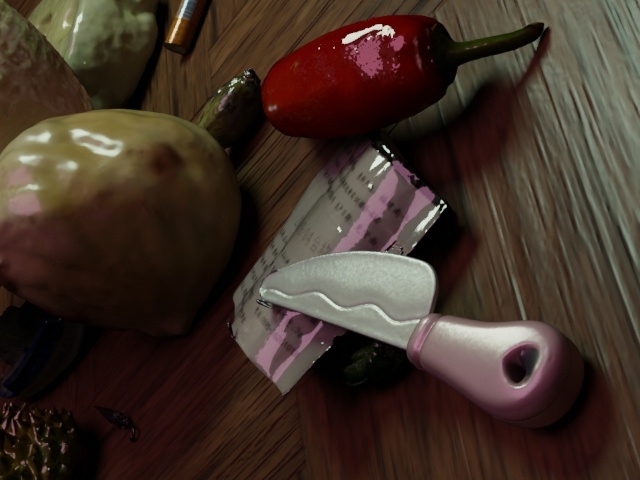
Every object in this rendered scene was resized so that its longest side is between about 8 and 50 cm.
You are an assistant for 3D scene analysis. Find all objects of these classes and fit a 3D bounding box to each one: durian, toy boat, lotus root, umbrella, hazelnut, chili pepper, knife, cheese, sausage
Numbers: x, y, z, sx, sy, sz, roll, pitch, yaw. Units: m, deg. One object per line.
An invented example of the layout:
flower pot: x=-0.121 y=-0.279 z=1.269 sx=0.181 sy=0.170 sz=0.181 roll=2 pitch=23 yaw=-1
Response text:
durian: x=-0.298 y=0.214 z=1.611 sx=0.108 sy=0.119 sz=0.187 roll=-50 pitch=29 yaw=35
toy boat: x=-0.325 y=0.089 z=1.765 sx=0.262 sy=0.115 sz=0.114 roll=-45 pitch=34 yaw=33
lotus root: x=-0.088 y=-0.133 z=1.604 sx=0.099 sy=0.049 sz=0.054 roll=-52 pitch=22 yaw=24
umbrella: x=-0.209 y=0.179 z=1.600 sx=0.122 sy=0.013 sz=0.022 roll=22 pitch=108 yaw=61
hazelnut: x=-0.196 y=-0.013 z=1.553 sx=0.261 sy=0.261 sz=0.241 roll=-33 pitch=73 yaw=45
chili pepper: x=0.025 y=-0.144 z=1.346 sx=0.137 sy=0.092 sz=0.368 roll=-32 pitch=16 yaw=-28
chili pepper: x=0.033 y=0.089 z=1.233 sx=0.055 sy=0.035 sz=0.118 roll=-52 pitch=18 yaw=2
knife: x=0.059 y=0.051 z=1.130 sx=0.336 sy=0.043 sz=0.081 roll=22 pitch=80 yaw=50
cheese: x=-0.326 y=-0.216 z=2.018 sx=0.318 sy=0.115 sz=0.326 roll=-64 pitch=28 yaw=3
sausage: x=-0.152 y=-0.272 z=1.853 sx=0.031 sy=0.031 sz=0.107 roll=0 pitch=66 yaw=60

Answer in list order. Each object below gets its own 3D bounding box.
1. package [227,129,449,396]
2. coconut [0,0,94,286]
package: x=0.000 y=0.000 z=1.309 sx=0.204 sy=0.062 sz=0.251 roll=-50 pitch=23 yaw=6
coconut: x=-0.439 y=-0.123 z=1.746 sx=0.404 sy=0.404 sz=0.405 roll=-41 pitch=36 yaw=38
